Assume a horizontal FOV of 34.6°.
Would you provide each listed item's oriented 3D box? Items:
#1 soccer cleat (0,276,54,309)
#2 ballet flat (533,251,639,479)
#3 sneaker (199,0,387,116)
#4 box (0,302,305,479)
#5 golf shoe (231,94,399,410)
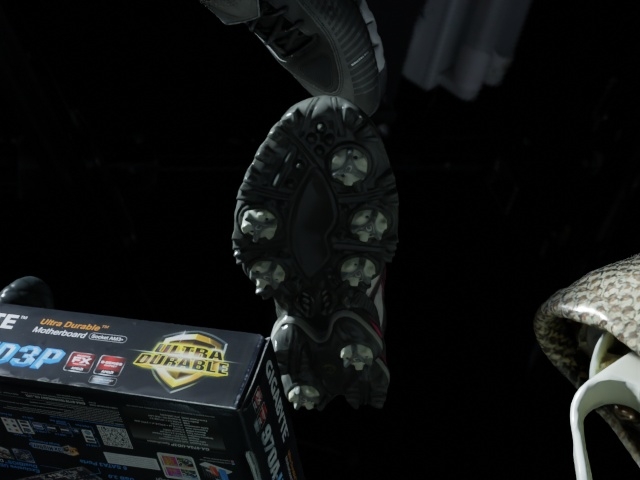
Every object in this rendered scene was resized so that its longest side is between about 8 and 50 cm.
[{"bbox_3d":[-0.263,0.108,0.819,0.060,0.179,0.072,34,-21,-18],"label":"soccer cleat"},{"bbox_3d":[0.241,0.209,0.527,0.182,0.482,0.164,-15,-36,-9],"label":"ballet flat"},{"bbox_3d":[-0.042,-0.167,0.659,0.078,0.106,0.234,-15,-67,42],"label":"sneaker"},{"bbox_3d":[-0.123,0.114,0.567,0.220,0.051,0.175,5,-46,16],"label":"box"},{"bbox_3d":[0.000,0.000,0.714,0.105,0.120,0.272,2,-46,3],"label":"golf shoe"}]
